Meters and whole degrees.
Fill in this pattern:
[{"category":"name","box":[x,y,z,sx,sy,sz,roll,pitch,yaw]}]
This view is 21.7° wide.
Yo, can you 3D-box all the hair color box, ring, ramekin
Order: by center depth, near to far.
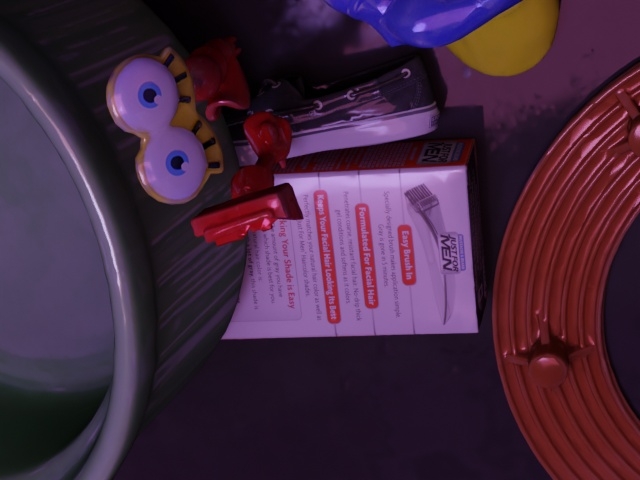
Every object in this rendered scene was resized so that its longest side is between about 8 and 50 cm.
[{"category":"ramekin","box":[-0.184,-0.007,0.822,0.303,0.148,0.303,10,114,23]},{"category":"ring","box":[0.256,0.045,0.860,0.336,0.032,0.337,4,114,9]},{"category":"hair color box","box":[0.000,0.000,0.876,0.167,0.053,0.093,-1,111,12]}]

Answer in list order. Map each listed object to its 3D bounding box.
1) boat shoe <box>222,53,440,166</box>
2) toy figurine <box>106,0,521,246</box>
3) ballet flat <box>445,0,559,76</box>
[{"category":"boat shoe","box":[-0.011,-0.067,0.856,0.142,0.049,0.040,-8,105,7]},{"category":"toy figurine","box":[0.003,-0.202,0.699,0.217,0.191,0.363,-17,96,17]},{"category":"ballet flat","box":[0.058,-0.177,0.777,0.077,0.077,0.231,-11,110,13]}]
